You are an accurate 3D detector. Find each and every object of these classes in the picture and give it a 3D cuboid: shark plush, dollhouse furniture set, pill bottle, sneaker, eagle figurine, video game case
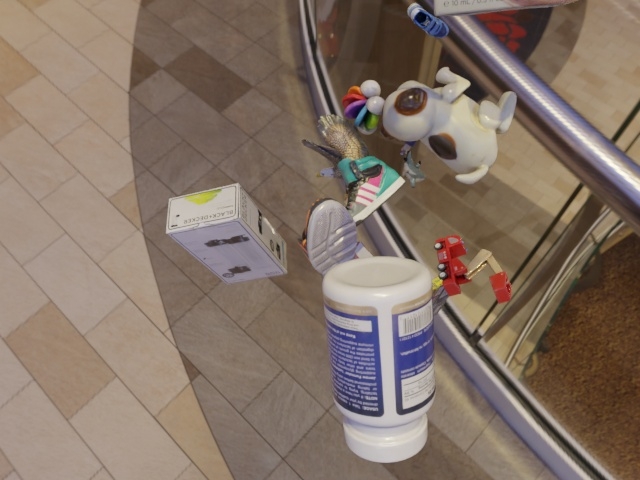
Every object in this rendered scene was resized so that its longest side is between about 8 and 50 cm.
[{"bbox_3d":[0.333,-0.269,1.969,0.067,0.161,0.073,-24,37,7],"label":"shark plush"},{"bbox_3d":[0.309,-0.391,2.107,0.114,0.081,0.091,36,51,2],"label":"dollhouse furniture set"},{"bbox_3d":[0.087,0.168,0.783,0.153,0.153,0.265,-4,106,1],"label":"pill bottle"},{"bbox_3d":[0.099,-0.150,1.614,0.295,0.124,0.178,-41,88,-24],"label":"sneaker"},{"bbox_3d":[0.000,0.000,1.256,0.124,0.321,0.180,-27,48,-14],"label":"sneaker"},{"bbox_3d":[0.318,-0.637,1.603,0.144,0.053,0.059,24,30,-20],"label":"sneaker"},{"bbox_3d":[0.075,-0.280,1.933,0.225,0.299,0.226,-27,27,-10],"label":"eagle figurine"},{"bbox_3d":[0.326,0.215,1.796,0.248,0.275,0.035,-22,61,-25],"label":"video game case"}]

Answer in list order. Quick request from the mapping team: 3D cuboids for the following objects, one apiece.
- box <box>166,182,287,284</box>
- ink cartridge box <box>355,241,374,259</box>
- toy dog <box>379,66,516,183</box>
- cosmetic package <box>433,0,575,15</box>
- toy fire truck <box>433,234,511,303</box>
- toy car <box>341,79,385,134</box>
[{"bbox_3d":[-0.198,-0.004,1.227,0.169,0.290,0.087,-11,62,14],"label":"box"},{"bbox_3d":[0.109,0.062,1.888,0.099,0.135,0.056,49,56,-24],"label":"ink cartridge box"},{"bbox_3d":[0.406,-0.400,1.898,0.407,0.284,0.396,20,73,-11],"label":"toy dog"},{"bbox_3d":[0.184,-0.377,0.512,0.129,0.297,0.153,7,27,29],"label":"cosmetic package"},{"bbox_3d":[0.320,0.056,1.157,0.135,0.047,0.192,-19,41,21],"label":"toy fire truck"},{"bbox_3d":[0.147,-0.482,1.978,0.136,0.159,0.182,-5,63,-20],"label":"toy car"}]
